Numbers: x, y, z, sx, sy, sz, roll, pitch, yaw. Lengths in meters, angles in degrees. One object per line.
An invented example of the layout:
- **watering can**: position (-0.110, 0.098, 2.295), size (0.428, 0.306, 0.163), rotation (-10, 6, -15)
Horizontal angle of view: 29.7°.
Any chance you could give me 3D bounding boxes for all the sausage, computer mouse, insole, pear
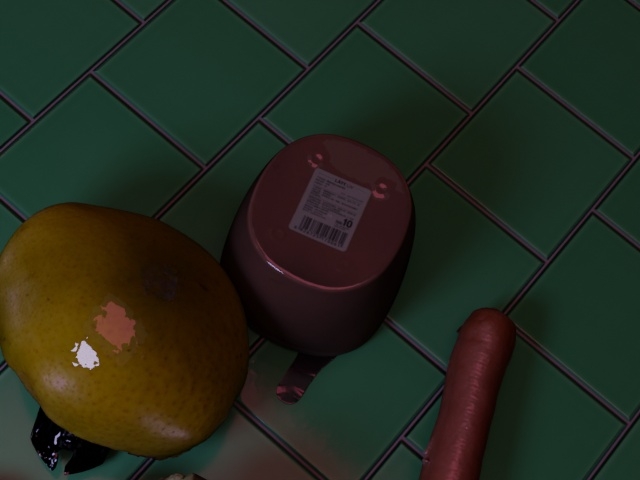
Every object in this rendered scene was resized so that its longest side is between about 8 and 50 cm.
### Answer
- **sausage**: position (0.201, 0.293, 1.738), size (0.094, 0.094, 0.418), rotation (11, 67, 13)
- **computer mouse**: position (-0.329, 0.213, 1.707), size (0.147, 0.077, 0.241), rotation (16, 67, 1)
- **insole**: position (-0.013, 0.181, 1.800), size (0.053, 0.002, 0.152), rotation (33, 68, 6)
- **pear**: position (-0.251, 0.091, 1.644), size (0.386, 0.191, 0.340), rotation (42, 44, -1)

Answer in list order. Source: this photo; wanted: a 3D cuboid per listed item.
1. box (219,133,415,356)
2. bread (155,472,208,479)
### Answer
- **box**: position (0.000, 0.000, 1.761), size (0.301, 0.216, 0.300), rotation (2, 69, -5)
- **bread**: position (-0.115, 0.405, 1.576), size (0.130, 0.268, 0.152), rotation (-41, 37, 15)
